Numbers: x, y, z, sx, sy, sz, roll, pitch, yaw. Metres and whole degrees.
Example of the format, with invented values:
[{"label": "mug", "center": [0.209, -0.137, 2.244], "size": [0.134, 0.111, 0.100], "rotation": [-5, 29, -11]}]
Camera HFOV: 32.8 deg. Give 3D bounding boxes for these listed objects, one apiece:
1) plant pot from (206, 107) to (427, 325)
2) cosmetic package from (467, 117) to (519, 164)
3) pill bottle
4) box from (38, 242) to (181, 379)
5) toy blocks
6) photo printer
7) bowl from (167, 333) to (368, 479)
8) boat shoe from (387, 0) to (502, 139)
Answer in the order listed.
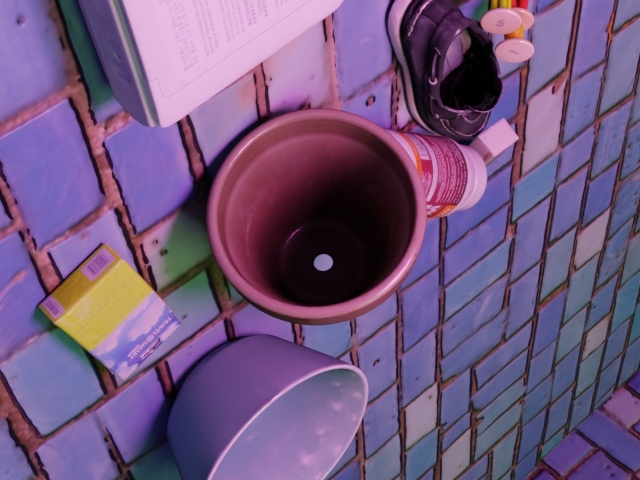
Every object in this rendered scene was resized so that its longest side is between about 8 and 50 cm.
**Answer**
[{"label": "plant pot", "center": [0.000, 0.000, 1.374], "size": [0.263, 0.263, 0.229], "rotation": [-44, 164, -12]}, {"label": "cosmetic package", "center": [0.249, -0.136, 1.667], "size": [0.060, 0.041, 0.115], "rotation": [-36, 175, -24]}, {"label": "pill bottle", "center": [0.139, -0.092, 1.544], "size": [0.221, 0.121, 0.121], "rotation": [-1, 123, -51]}, {"label": "box", "center": [-0.248, 0.089, 1.310], "size": [0.109, 0.042, 0.178], "rotation": [-45, 148, -9]}, {"label": "toy blocks", "center": [0.250, -0.331, 1.449], "size": [0.123, 0.054, 0.148], "rotation": [46, 43, -56]}, {"label": "photo printer", "center": [-0.091, -0.287, 1.061], "size": [0.307, 0.107, 0.256], "rotation": [-39, 146, -20]}, {"label": "bowl", "center": [-0.096, 0.257, 1.564], "size": [0.311, 0.163, 0.312], "rotation": [-32, 143, -28]}, {"label": "boat shoe", "center": [0.194, -0.220, 1.489], "size": [0.127, 0.113, 0.340], "rotation": [-46, 149, -11]}]
